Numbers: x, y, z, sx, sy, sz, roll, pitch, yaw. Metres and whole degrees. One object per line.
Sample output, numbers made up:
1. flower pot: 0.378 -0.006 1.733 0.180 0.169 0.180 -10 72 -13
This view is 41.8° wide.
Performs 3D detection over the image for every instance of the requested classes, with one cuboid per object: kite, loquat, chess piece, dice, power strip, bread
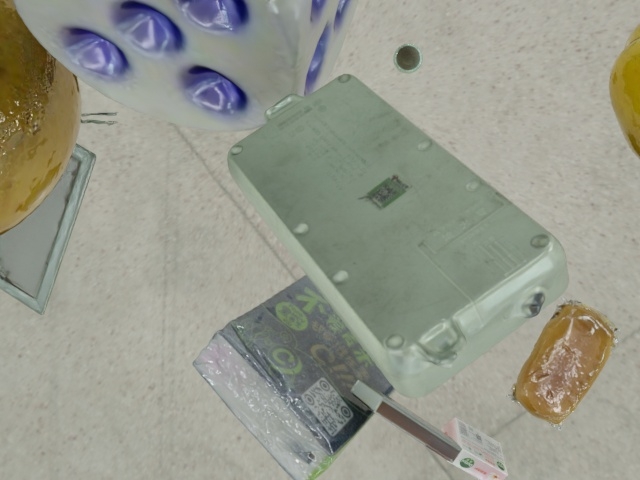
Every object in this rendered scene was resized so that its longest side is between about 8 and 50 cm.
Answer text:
1. kite: -0.366 -0.168 1.175 0.229 0.250 0.012 1 97 27
2. loquat: -0.352 -0.122 0.767 0.262 0.263 0.263 0 99 -1
3. chess piece: 0.175 -0.368 1.715 0.059 0.149 0.059 0 98 2
4. dice: -0.089 -0.264 0.678 0.251 0.243 0.259 20 64 5
5. power strip: 0.036 -0.017 0.526 0.118 0.270 0.046 -34 133 -7
6. bread: 0.486 0.244 1.667 0.136 0.107 0.241 31 101 17

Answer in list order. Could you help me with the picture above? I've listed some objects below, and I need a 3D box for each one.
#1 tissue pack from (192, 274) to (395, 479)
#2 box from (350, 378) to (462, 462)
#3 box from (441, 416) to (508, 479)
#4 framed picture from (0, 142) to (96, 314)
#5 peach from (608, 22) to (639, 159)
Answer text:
1. tissue pack: -0.010 0.224 1.524 0.288 0.394 0.124 46 120 8
2. box: 0.141 0.299 1.398 0.177 0.115 0.036 36 84 -19
3. box: 0.298 0.410 1.625 0.125 0.089 0.043 33 117 -18
4. framed picture: -0.427 -0.073 1.057 0.296 0.019 0.232 30 110 13
5. peach: 0.328 -0.123 0.720 0.179 0.103 0.179 13 63 -27
